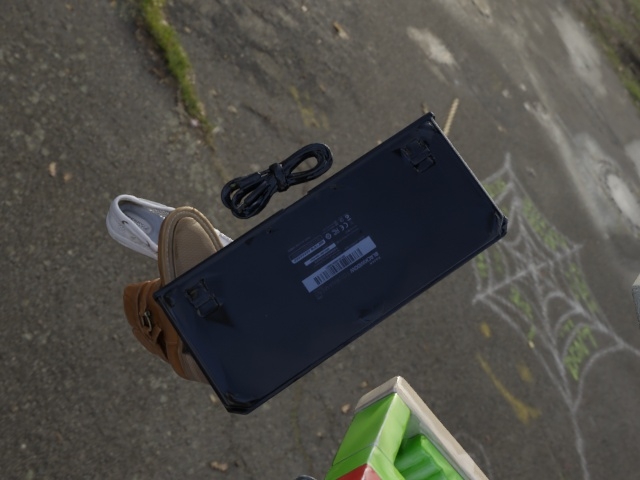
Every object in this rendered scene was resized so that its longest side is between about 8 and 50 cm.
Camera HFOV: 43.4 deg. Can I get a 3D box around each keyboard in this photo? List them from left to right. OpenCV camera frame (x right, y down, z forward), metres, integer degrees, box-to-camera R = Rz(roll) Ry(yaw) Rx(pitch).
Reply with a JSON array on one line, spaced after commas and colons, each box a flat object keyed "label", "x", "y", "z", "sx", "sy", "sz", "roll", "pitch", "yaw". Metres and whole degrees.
[{"label": "keyboard", "x": 0.000, "y": 0.000, "z": 0.431, "sx": 0.108, "sy": 0.180, "sz": 0.023, "roll": 55, "pitch": -8, "yaw": 7}]

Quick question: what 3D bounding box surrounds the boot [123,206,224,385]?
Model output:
[{"label": "boot", "x": -0.223, "y": 0.077, "z": 1.205, "sx": 0.109, "sy": 0.220, "sz": 0.283, "roll": -32, "pitch": 117, "yaw": -32}]

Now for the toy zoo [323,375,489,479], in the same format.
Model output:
[{"label": "toy zoo", "x": 0.048, "y": 0.198, "z": 0.281, "sx": 0.192, "sy": 0.030, "sz": 0.293, "roll": 50, "pitch": 27, "yaw": -6}]

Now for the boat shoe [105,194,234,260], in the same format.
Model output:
[{"label": "boat shoe", "x": -0.226, "y": 0.004, "z": 1.347, "sx": 0.277, "sy": 0.096, "sz": 0.098, "roll": 22, "pitch": 66, "yaw": -8}]

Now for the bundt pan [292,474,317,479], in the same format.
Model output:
[{"label": "bundt pan", "x": -0.003, "y": 0.299, "z": 0.453, "sx": 0.124, "sy": 0.331, "sz": 0.330, "roll": 78, "pitch": -8, "yaw": -69}]

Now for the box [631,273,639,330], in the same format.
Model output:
[{"label": "box", "x": 0.528, "y": 0.080, "z": 0.993, "sx": 0.149, "sy": 0.232, "sz": 0.126, "roll": -32, "pitch": 110, "yaw": -50}]
